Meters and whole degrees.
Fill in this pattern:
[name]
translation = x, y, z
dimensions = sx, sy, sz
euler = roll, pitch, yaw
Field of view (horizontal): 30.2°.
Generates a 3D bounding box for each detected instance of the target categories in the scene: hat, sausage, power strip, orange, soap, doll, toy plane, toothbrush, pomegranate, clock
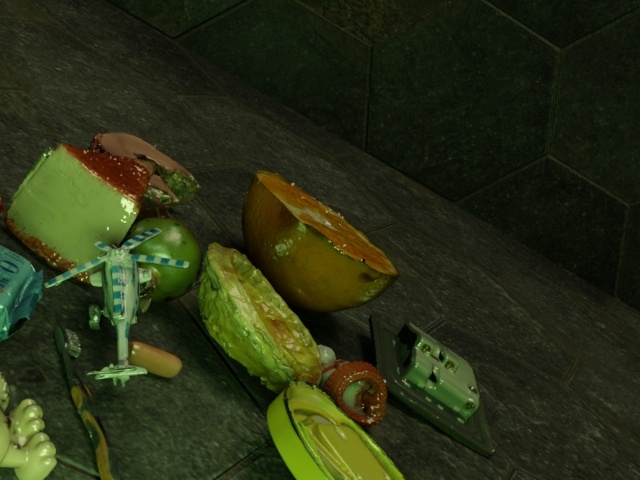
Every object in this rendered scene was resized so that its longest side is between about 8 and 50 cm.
[hat]
translation = 0.026, 0.215, 1.829
dimensions = 0.112, 0.093, 0.162
euler = 34, -6, -36
[sausage]
translation = -0.222, 0.157, 1.560
dimensions = 0.083, 0.034, 0.034
euler = 25, 18, -30
[power strip]
translation = 0.204, 0.234, 2.077
dimensions = 0.257, 0.092, 0.251
euler = 34, 12, -14
[orange]
translation = -0.003, 0.002, 2.077
dimensions = 0.310, 0.274, 0.274
euler = 2, -8, 40
[soap]
translation = -0.469, 0.022, 1.391
dimensions = 0.293, 0.077, 0.156
euler = 30, 17, -9
[doll]
translation = -0.369, 0.168, 1.089
dimensions = 0.278, 0.119, 0.154
euler = 13, 37, -56
[toy plane]
translation = -0.248, 0.093, 1.534
dimensions = 0.182, 0.107, 0.273
euler = -17, 44, -20
[toothbrush]
translation = -0.273, 0.191, 1.379
dimensions = 0.031, 0.023, 0.321
euler = 21, 20, -30
[pomegranate]
translation = -0.234, 0.042, 1.729
dimensions = 0.129, 0.129, 0.159
euler = 24, 37, -32
[clock]
translation = 0.034, 0.313, 1.535
dimensions = 0.293, 0.071, 0.277
euler = 53, 12, 30

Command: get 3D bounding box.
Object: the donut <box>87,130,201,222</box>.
[donut]
translation = -0.321, -0.109, 2.061
dimensions = 0.199, 0.085, 0.233
euler = 35, 16, 2

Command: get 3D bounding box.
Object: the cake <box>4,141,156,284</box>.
[cake]
translation = -0.304, -0.036, 1.748
dimensions = 0.159, 0.158, 0.262
euler = 43, 17, 21

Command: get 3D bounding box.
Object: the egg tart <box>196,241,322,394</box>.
[egg tart]
translation = -0.098, 0.126, 1.741
dimensions = 0.279, 0.095, 0.279
euler = 51, 7, -9

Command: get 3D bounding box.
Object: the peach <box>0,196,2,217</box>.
[peach]
translation = -0.481, -0.054, 1.651
dimensions = 0.077, 0.050, 0.083
euler = 40, 21, 26
